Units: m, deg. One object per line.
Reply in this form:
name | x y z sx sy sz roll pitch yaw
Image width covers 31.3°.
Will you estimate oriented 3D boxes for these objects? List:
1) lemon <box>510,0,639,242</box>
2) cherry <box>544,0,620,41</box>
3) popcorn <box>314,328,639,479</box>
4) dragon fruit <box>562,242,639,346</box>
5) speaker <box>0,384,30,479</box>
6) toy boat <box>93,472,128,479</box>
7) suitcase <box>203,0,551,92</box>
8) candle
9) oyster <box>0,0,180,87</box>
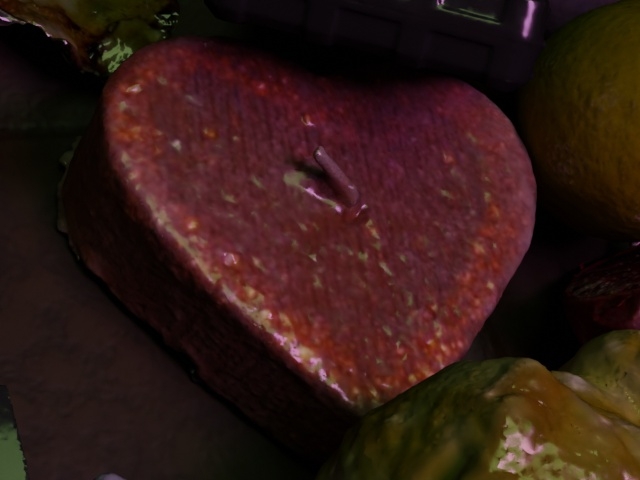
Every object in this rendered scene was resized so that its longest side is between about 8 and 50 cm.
lemon | 0.236 -0.088 0.823 0.184 0.248 0.184 1 88 -16
cherry | 0.260 -0.222 0.981 0.213 0.183 0.266 -30 99 -20
popcorn | 0.124 0.168 0.600 0.276 0.276 0.225 -9 37 -32
dragon fruit | 0.264 0.098 0.809 0.212 0.134 0.262 66 18 3
speaker | -0.178 0.185 0.576 0.082 0.044 0.218 -6 64 -30
toy boat | -0.028 0.244 0.530 0.309 0.142 0.129 59 25 -1
suitcase | 0.045 -0.161 0.777 0.206 0.066 0.285 15 13 3
candle | 0.000 0.000 0.739 0.317 0.131 0.287 5 61 -24
oyster | -0.254 -0.230 0.760 0.361 0.096 0.221 16 56 -28
